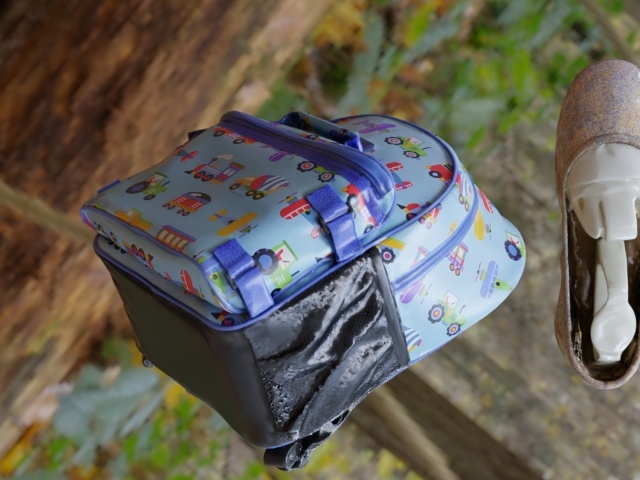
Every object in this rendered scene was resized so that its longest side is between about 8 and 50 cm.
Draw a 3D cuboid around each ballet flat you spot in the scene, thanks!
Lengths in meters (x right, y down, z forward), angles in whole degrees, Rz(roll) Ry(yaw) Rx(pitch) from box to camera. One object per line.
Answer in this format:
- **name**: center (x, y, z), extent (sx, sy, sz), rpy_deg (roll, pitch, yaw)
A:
- **ballet flat**: center (0.263, -0.003, 1.436), extent (0.106, 0.107, 0.316), rpy_deg (-83, 169, -61)

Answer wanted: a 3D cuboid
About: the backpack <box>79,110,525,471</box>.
- **backpack**: center (0.000, 0.000, 0.745), extent (0.173, 0.117, 0.158), rpy_deg (-31, -148, -20)
